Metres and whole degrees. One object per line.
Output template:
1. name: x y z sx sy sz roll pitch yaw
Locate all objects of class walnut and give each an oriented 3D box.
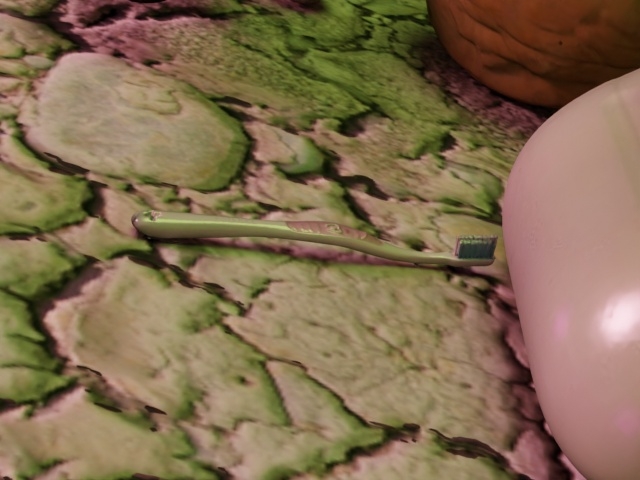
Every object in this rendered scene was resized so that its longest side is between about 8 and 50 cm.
1. walnut: 0.182 -0.192 1.121 0.228 0.228 0.228 14 28 -7

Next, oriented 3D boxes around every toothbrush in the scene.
1. toothbrush: 0.000 0.000 0.863 0.204 0.022 0.017 4 28 -18

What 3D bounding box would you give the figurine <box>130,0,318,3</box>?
1. figurine: -0.093 -0.268 1.131 0.281 0.167 0.370 56 20 -20

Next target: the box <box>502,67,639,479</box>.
1. box: 0.258 -0.021 0.767 0.349 0.141 0.289 -24 28 12
